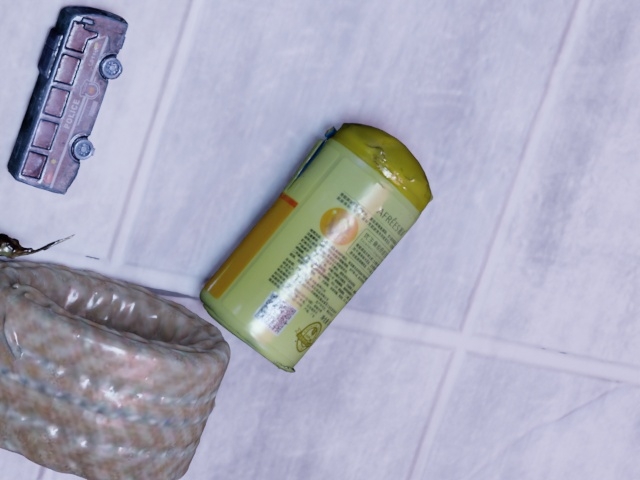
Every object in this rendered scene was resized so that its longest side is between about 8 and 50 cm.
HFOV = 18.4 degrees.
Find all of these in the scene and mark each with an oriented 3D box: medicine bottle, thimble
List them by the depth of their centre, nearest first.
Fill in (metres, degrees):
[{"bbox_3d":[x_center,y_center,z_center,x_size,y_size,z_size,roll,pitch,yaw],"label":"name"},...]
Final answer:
[{"bbox_3d":[-0.204,0.119,1.740,0.229,0.196,0.148,13,103,-31],"label":"thimble"},{"bbox_3d":[0.000,0.000,1.849,0.124,0.124,0.239,40,87,-32],"label":"medicine bottle"}]

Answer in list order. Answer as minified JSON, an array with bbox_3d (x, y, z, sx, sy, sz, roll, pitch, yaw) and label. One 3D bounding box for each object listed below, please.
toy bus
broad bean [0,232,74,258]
[{"bbox_3d":[-0.221,-0.124,1.731,0.065,0.047,0.165,15,101,-27],"label":"toy bus"},{"bbox_3d":[-0.331,-0.107,1.673,0.098,0.056,0.318,-29,120,3],"label":"broad bean"}]
